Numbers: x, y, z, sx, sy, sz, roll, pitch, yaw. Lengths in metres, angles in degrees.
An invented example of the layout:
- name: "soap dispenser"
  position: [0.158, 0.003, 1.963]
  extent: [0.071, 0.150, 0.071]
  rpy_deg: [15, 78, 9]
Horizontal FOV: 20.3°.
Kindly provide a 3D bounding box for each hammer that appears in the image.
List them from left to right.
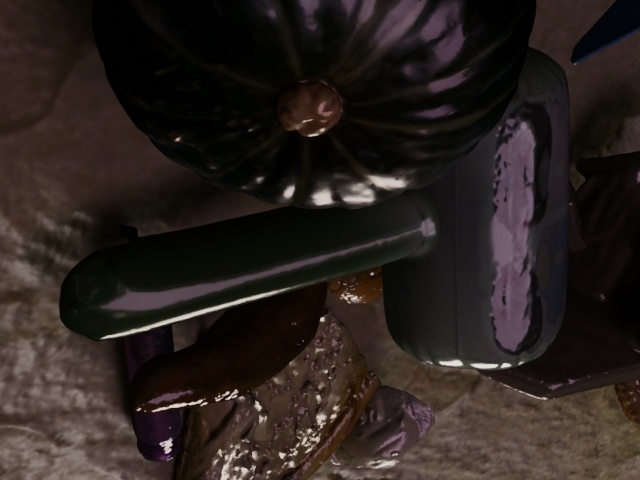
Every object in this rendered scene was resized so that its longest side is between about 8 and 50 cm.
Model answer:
- name: "hammer"
  position: [0.000, 0.000, 1.049]
  extent: [0.336, 0.119, 0.206]
  rpy_deg: [-14, 112, -27]

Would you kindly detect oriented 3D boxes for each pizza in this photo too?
- name: "pizza"
  position: [-0.028, 0.111, 1.241]
  extent: [0.181, 0.034, 0.262]
  rpy_deg: [-28, 146, -28]

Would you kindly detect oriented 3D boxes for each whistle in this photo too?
- name: "whistle"
  position: [-0.105, 0.080, 1.103]
  extent: [0.033, 0.033, 0.176]
  rpy_deg: [-32, 148, -25]

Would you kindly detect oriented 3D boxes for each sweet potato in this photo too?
- name: "sweet potato"
  position: [-0.054, 0.069, 1.091]
  extent: [0.054, 0.053, 0.182]
  rpy_deg: [-22, -172, 42]

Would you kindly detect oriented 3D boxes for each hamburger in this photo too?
- name: "hamburger"
  position: [0.034, 0.003, 1.179]
  extent: [0.083, 0.044, 0.076]
  rpy_deg: [-51, 149, 13]

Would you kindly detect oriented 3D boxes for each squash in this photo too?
- name: "squash"
  position: [-0.003, -0.116, 0.844]
  extent: [0.218, 0.218, 0.172]
  rpy_deg: [78, 18, -56]

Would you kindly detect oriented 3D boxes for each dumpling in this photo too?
- name: "dumpling"
  position: [0.041, 0.142, 1.348]
  extent: [0.057, 0.076, 0.052]
  rpy_deg: [49, 49, -43]

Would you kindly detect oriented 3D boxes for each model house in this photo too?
- name: "model house"
  position: [0.217, 0.005, 1.318]
  extent: [0.229, 0.122, 0.188]
  rpy_deg: [-5, 130, -29]

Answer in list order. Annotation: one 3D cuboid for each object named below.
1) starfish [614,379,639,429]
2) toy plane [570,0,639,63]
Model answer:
- name: "starfish"
  position: [0.353, -0.007, 1.504]
  extent: [0.384, 0.132, 0.398]
  rpy_deg: [0, 113, -61]
- name: "toy plane"
  position: [0.226, -0.222, 1.043]
  extent: [0.105, 0.254, 0.271]
  rpy_deg: [35, 60, -40]
